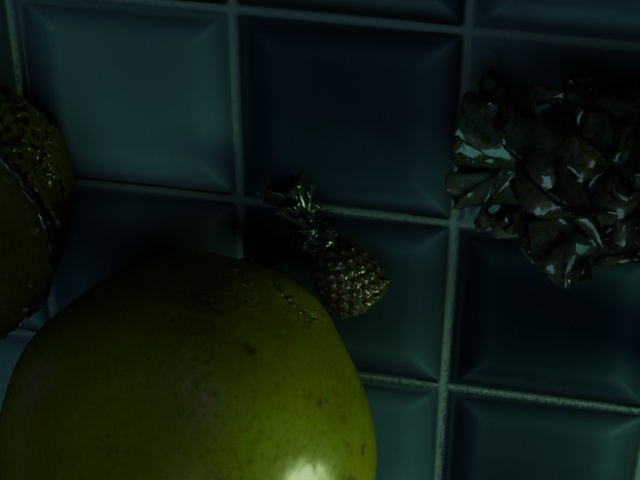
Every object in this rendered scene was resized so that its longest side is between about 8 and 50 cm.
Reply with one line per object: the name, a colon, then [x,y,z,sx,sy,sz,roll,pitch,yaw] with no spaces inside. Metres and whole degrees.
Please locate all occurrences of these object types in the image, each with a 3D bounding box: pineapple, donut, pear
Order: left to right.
donut: [-0.305,-0.031,1.195,0.272,0.107,0.272,10,130,12]
pear: [-0.113,0.171,1.154,0.285,0.336,0.285,39,159,18]
pineapple: [0.000,0.000,1.183,0.058,0.058,0.124,-28,104,30]
pineapple: [0.210,-0.018,1.032,0.271,0.262,0.263,21,131,19]
